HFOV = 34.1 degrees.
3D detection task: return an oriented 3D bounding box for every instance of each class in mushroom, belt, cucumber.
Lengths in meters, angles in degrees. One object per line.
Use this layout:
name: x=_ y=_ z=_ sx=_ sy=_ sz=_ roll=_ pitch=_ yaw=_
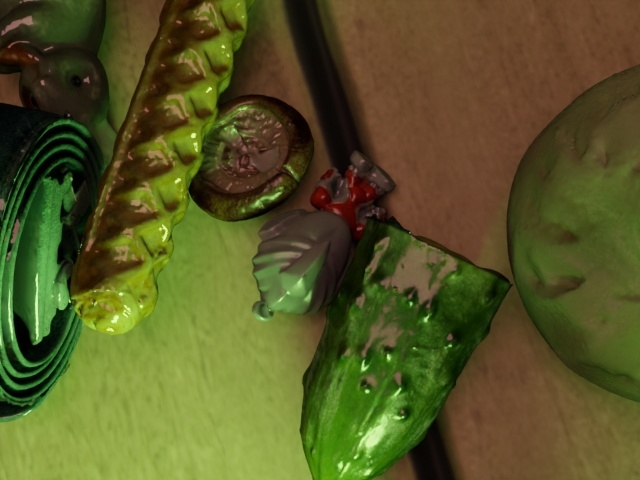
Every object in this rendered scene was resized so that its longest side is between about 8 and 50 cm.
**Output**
mushroom: x=-0.063 y=-0.072 z=0.927 sx=0.123 sy=0.052 sz=0.123 roll=-5 pitch=70 yaw=13
belt: x=-0.263 y=0.019 z=0.857 sx=0.116 sy=0.206 sz=0.267 roll=11 pitch=95 yaw=11
cucumber: x=0.050 y=0.107 z=0.843 sx=0.134 sy=0.134 sz=0.244 roll=25 pitch=88 yaw=11

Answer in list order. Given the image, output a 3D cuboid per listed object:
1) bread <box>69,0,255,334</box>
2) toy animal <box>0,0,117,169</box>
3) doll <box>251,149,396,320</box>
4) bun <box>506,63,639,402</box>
bread: x=-0.130 y=-0.096 z=0.888 sx=0.077 sy=0.084 sz=0.367 roll=20 pitch=74 yaw=-15
toy animal: x=-0.234 y=-0.163 z=0.939 sx=0.138 sy=0.108 sz=0.236 roll=-29 pitch=77 yaw=0
doll: x=0.000 y=0.000 z=0.899 sx=0.094 sy=0.079 sz=0.180 roll=41 pitch=72 yaw=-11
bun: x=0.263 y=-0.004 z=0.776 sx=0.283 sy=0.179 sz=0.283 roll=1 pitch=93 yaw=29
